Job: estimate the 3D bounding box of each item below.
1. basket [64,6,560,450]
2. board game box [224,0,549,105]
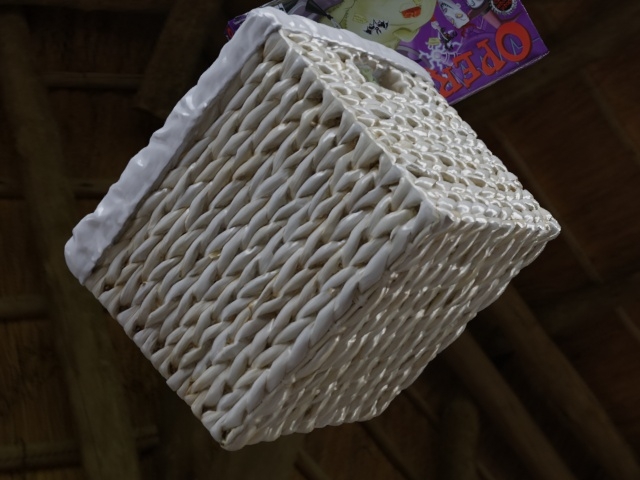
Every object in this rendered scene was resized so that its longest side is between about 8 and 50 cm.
[{"bbox_3d":[0.000,0.000,1.051,0.331,0.266,0.328,-47,-23,21],"label":"basket"},{"bbox_3d":[0.083,-0.241,1.300,0.347,0.056,0.208,-28,-88,-15],"label":"board game box"}]
